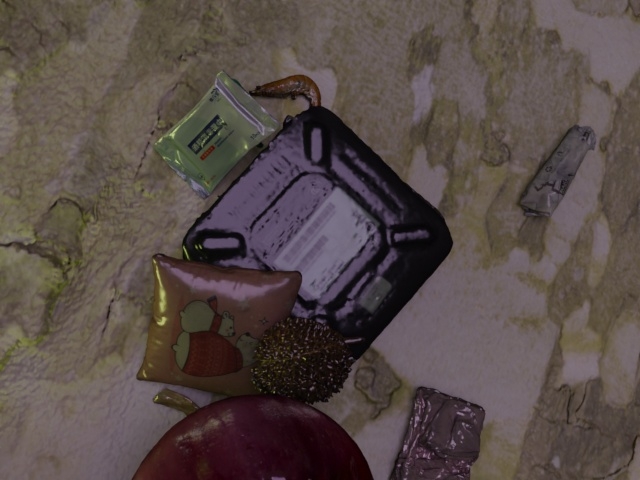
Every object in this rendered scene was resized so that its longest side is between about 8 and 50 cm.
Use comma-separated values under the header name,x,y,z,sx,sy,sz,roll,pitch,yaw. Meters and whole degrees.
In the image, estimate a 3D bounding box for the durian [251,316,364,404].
name,x,y,z,sx,sy,sz,roll,pitch,yaw
durian,-0.008,0.185,1.164,0.189,0.091,0.148,-19,120,-27

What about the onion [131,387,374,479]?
name,x,y,z,sx,sy,sz,roll,pitch,yaw
onion,-0.095,0.363,1.098,0.359,0.358,0.344,17,35,-10

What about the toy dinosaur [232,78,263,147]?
name,x,y,z,sx,sy,sz,roll,pitch,yaw
toy dinosaur,-0.128,-0.206,1.278,0.059,0.096,0.132,-36,122,-14

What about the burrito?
name,x,y,z,sx,sy,sz,roll,pitch,yaw
burrito,0.433,-0.126,1.418,0.064,0.064,0.203,38,76,-5

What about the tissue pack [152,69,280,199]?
name,x,y,z,sx,sy,sz,roll,pitch,yaw
tissue pack,-0.169,-0.164,1.247,0.122,0.026,0.193,43,118,-11

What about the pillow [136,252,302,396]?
name,x,y,z,sx,sy,sz,roll,pitch,yaw
pillow,-0.157,0.134,1.184,0.223,0.084,0.236,11,111,-7

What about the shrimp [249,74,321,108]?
name,x,y,z,sx,sy,sz,roll,pitch,yaw
shrimp,-0.059,-0.239,1.341,0.127,0.025,0.090,-4,83,-16

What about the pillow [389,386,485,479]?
name,x,y,z,sx,sy,sz,roll,pitch,yaw
pillow,0.186,0.374,1.284,0.135,0.049,0.248,22,80,-13

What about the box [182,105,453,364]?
name,x,y,z,sx,sy,sz,roll,pitch,yaw
box,0.000,0.000,1.277,0.350,0.091,0.359,42,80,-4
